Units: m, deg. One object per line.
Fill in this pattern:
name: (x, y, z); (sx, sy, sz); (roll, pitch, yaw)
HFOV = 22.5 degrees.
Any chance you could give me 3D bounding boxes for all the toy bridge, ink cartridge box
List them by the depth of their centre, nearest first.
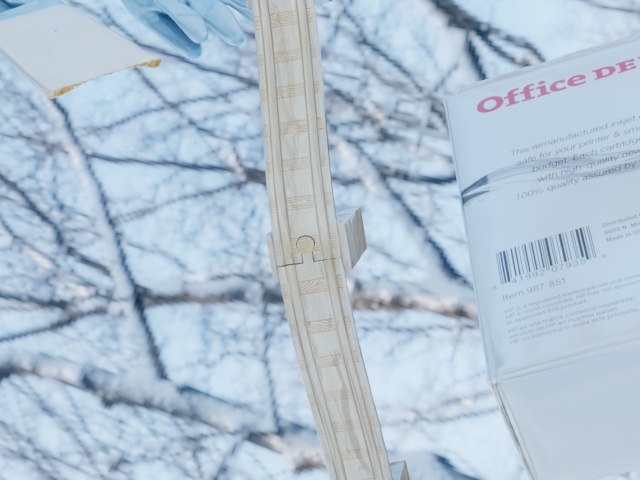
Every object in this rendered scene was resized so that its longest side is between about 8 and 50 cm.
toy bridge: (0.000, 0.000, 0.491); (0.063, 0.026, 0.188); (-43, -56, -80)
ink cartridge box: (0.223, 0.001, 1.140); (0.307, 0.223, 0.129); (-93, -17, -48)

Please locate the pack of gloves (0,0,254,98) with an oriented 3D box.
pack of gloves: (-0.160, -0.155, 1.066); (0.195, 0.232, 0.046); (-24, -46, -34)
